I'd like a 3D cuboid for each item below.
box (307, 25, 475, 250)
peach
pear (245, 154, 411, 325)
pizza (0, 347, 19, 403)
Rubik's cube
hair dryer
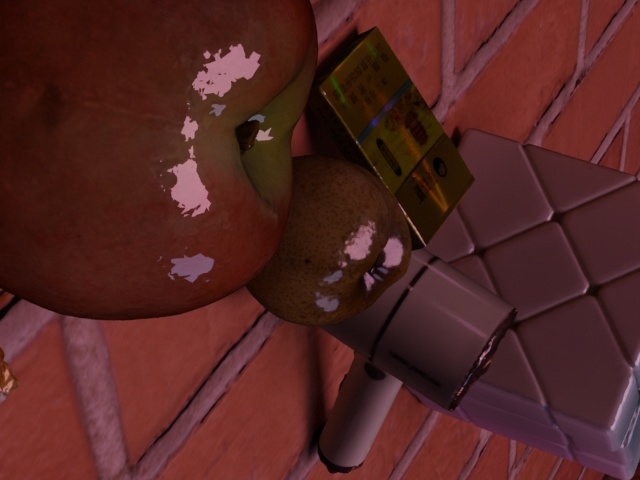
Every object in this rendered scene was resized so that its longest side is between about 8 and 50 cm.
[{"bbox_3d":[0.071,-0.100,1.284,0.193,0.030,0.121,54,47,-17],"label":"box"},{"bbox_3d":[-0.124,-0.081,0.744,0.252,0.252,0.252,-46,145,-46],"label":"peach"},{"bbox_3d":[0.000,0.000,1.190,0.167,0.136,0.167,-38,151,-25],"label":"pear"},{"bbox_3d":[-0.257,0.128,0.818,0.134,0.056,0.271,42,68,-55],"label":"pizza"},{"bbox_3d":[0.296,0.088,1.674,0.322,0.318,0.316,-66,156,-12],"label":"Rubik's cube"},{"bbox_3d":[0.056,0.147,1.402,0.128,0.203,0.362,-47,165,-42],"label":"hair dryer"}]
